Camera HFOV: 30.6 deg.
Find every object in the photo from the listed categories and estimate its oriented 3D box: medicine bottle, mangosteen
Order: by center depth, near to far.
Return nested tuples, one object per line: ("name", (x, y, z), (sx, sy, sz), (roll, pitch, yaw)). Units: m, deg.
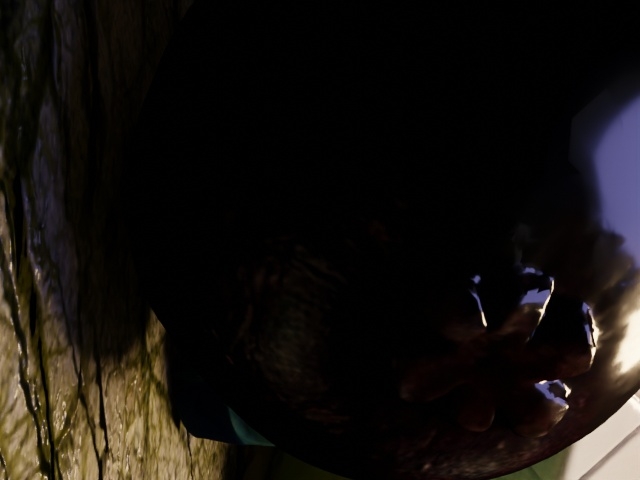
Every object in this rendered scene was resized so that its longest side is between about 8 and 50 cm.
("mangosteen", (0.055, -0.053, 0.781), (0.435, 0.382, 0.382), (-105, -169, -54))
("medicine bottle", (-0.003, 0.067, 0.957), (0.258, 0.124, 0.079), (-49, 138, -37))

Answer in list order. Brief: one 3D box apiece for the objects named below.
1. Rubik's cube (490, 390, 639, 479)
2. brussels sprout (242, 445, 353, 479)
("Rubik's cube", (0.282, 0.047, 1.097), (0.316, 0.318, 0.322), (-126, -147, -51))
("brussels sprout", (0.093, 0.355, 1.244), (0.425, 0.342, 0.361), (54, 24, -5))
